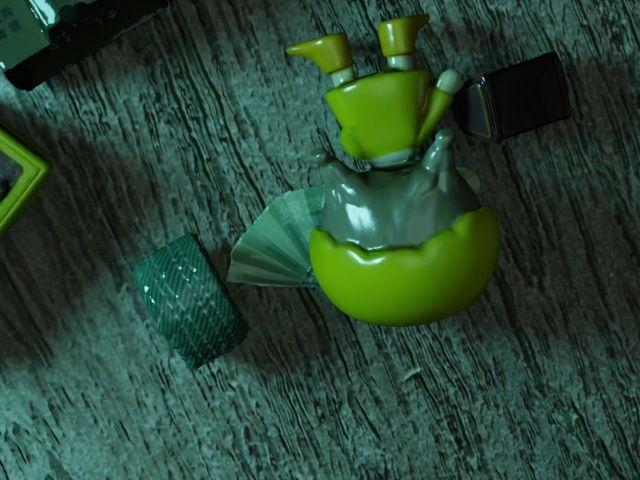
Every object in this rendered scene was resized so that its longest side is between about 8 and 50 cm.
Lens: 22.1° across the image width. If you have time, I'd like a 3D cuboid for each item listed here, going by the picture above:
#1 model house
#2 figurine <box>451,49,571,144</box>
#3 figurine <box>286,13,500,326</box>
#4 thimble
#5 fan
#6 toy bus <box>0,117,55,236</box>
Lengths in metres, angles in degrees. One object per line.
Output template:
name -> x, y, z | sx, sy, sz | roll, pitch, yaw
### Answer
model house -> -0.309, -0.320, 1.738 | 0.211, 0.204, 0.243 | -32, 86, -6
figurine -> 0.222, -0.166, 1.911 | 0.154, 0.098, 0.082 | -21, 99, -33
figurine -> 0.075, -0.073, 1.845 | 0.215, 0.187, 0.343 | -14, 90, 19
thimble -> -0.147, 0.066, 1.851 | 0.090, 0.118, 0.135 | -30, 118, -1
fan -> 0.000, 0.000, 1.928 | 0.240, 0.009, 0.131 | -13, 98, -9
toy bus -> -0.434, 0.009, 1.767 | 0.145, 0.151, 0.331 | 38, 89, -16
